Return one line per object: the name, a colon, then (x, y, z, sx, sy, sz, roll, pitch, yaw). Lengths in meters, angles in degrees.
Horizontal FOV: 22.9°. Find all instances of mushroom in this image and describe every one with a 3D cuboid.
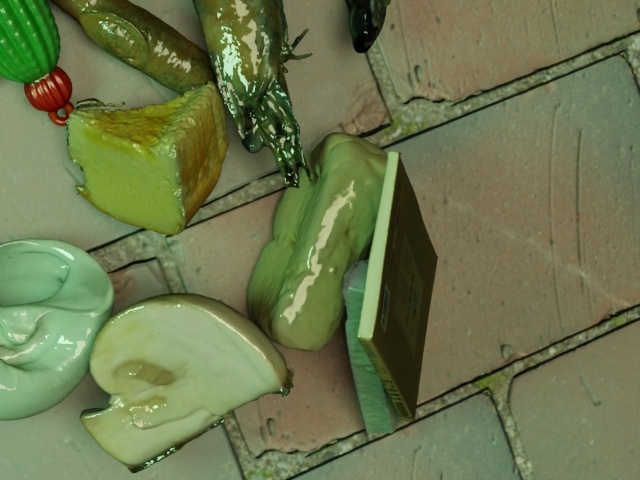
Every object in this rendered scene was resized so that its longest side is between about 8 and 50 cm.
mushroom: (-0.168, 0.126, 1.796, 0.236, 0.162, 0.173, -30, 104, 15)

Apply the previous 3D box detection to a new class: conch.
conch: (-0.336, 0.098, 1.763, 0.221, 0.121, 0.185, -35, 101, -20)

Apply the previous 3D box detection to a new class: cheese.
cheese: (0.002, 0.001, 1.846, 0.093, 0.159, 0.262, 23, 87, -23)

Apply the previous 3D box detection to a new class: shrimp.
shrimp: (-0.029, -0.280, 1.850, 0.272, 0.085, 0.444, -4, 81, -18)

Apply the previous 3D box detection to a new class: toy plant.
toy plant: (-0.358, -0.238, 1.761, 0.155, 0.088, 0.240, -3, 116, -4)

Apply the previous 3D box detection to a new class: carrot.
carrot: (-0.265, -0.272, 1.806, 0.342, 0.070, 0.070, 34, 82, -13)

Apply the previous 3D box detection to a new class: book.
book: (0.091, 0.061, 1.789, 0.021, 0.310, 0.216, 4, 68, 14)

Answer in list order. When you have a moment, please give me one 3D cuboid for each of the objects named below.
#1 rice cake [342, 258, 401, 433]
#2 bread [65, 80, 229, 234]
rice cake: (0.063, 0.124, 1.843, 0.051, 0.290, 0.081, 15, 54, 21)
bread: (-0.199, -0.105, 1.807, 0.160, 0.169, 0.140, 7, 125, 17)
